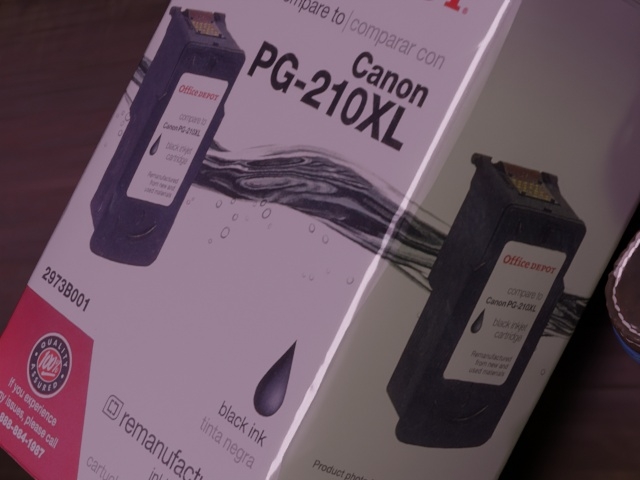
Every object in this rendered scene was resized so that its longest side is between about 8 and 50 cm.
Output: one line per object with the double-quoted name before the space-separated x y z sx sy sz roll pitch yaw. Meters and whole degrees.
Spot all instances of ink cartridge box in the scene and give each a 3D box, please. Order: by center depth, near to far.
"ink cartridge box" 0.000 0.000 0.645 0.172 0.100 0.237 31 95 49

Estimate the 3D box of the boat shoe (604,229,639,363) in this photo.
"boat shoe" 0.150 -0.032 0.573 0.183 0.066 0.066 -46 53 17
